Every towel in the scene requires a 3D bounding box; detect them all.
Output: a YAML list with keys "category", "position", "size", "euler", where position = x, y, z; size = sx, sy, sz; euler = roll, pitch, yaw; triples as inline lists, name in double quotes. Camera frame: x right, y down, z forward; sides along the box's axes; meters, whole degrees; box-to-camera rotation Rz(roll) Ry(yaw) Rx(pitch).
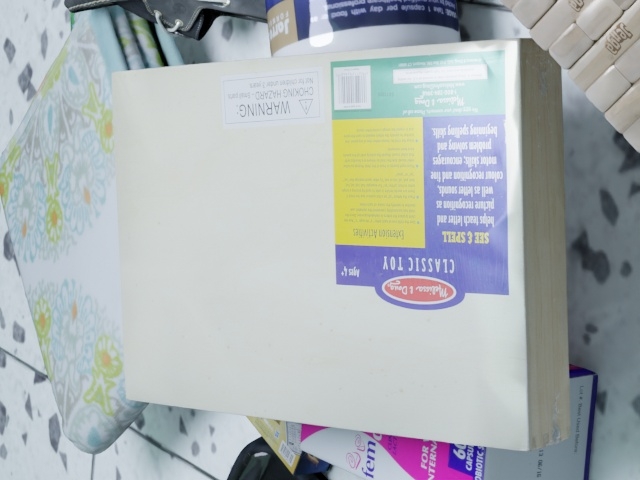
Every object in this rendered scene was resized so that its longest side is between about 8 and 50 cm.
- category: "towel"
  position: [-0.203, -0.027, 1.569]
  size: [0.320, 0.090, 0.374]
  euler: [-53, 48, 43]

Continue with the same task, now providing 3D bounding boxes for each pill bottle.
- category: "pill bottle"
  position: [0.031, -0.199, 1.259]
  size: [0.153, 0.153, 0.265]
  euler: [-14, 80, 52]

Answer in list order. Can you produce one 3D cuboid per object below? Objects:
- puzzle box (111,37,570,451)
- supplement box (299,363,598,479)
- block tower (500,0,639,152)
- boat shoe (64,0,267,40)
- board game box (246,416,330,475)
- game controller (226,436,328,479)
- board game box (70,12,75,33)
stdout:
- category: "puzzle box"
  position: [0.000, 0.000, 1.166]
  size: [0.409, 0.052, 0.272]
  euler: [2, 95, 43]
- category: "supplement box"
  position: [0.093, 0.133, 1.227]
  size: [0.220, 0.114, 0.111]
  euler: [16, 105, 53]
- category: "block tower"
  position: [0.215, -0.117, 0.957]
  size: [0.335, 0.091, 0.097]
  euler: [47, 135, 6]
- category: "boat shoe"
  position: [-0.130, -0.221, 1.454]
  size: [0.233, 0.084, 0.079]
  euler: [-2, 97, 15]
- category: "board game box"
  position: [-0.046, 0.075, 1.462]
  size: [0.243, 0.042, 0.165]
  euler: [46, 126, 42]
- category: "game controller"
  position: [-0.001, 0.312, 1.408]
  size: [0.319, 0.067, 0.166]
  euler: [41, 106, 43]
- category: "board game box"
  position: [-0.224, -0.167, 1.698]
  size: [0.136, 0.030, 0.260]
  euler: [3, 93, 55]
